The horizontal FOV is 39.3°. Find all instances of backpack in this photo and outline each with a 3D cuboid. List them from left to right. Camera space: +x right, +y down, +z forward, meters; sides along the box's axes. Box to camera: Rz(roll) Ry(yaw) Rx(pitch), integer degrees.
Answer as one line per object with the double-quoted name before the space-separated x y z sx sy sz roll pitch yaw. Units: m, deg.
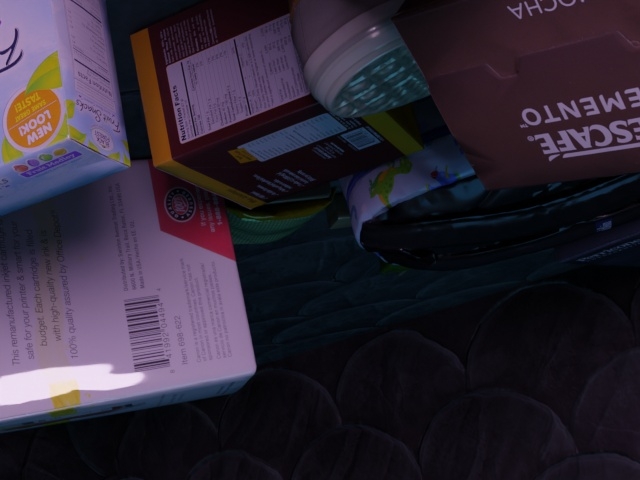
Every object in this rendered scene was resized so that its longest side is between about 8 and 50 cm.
"backpack" 0.193 -0.092 0.974 0.355 0.273 0.290 -31 157 12

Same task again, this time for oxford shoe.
"oxford shoe" 0.160 -0.219 0.714 0.449 0.130 0.169 -21 165 -30

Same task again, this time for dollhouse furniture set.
"dollhouse furniture set" 0.000 0.000 1.287 0.301 0.151 0.197 -7 164 -19

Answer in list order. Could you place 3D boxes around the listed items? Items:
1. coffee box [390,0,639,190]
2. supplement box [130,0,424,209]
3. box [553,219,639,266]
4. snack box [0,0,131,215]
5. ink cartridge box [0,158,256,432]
"coffee box" 0.186 -0.174 0.486 0.168 0.297 0.119 -4 132 44
"supplement box" -0.035 -0.134 0.826 0.194 0.129 0.191 -18 164 19
"box" 0.517 -0.105 1.218 0.395 0.212 0.293 4 158 -44
"snack box" -0.224 -0.121 0.574 0.174 0.207 0.070 -18 164 18
"ink cartridge box" -0.297 0.068 1.059 0.384 0.279 0.160 -7 165 -17
